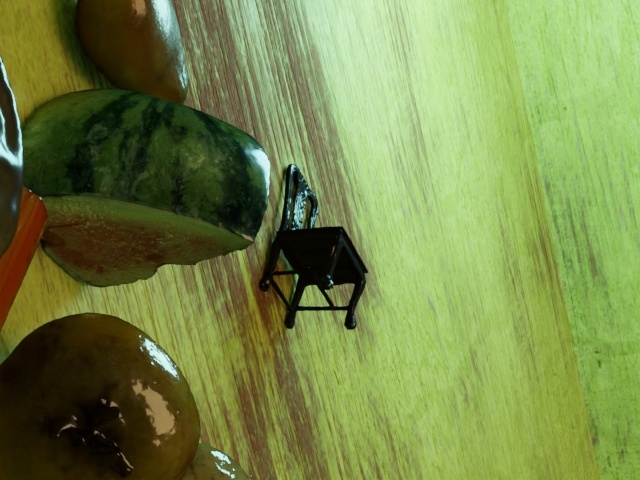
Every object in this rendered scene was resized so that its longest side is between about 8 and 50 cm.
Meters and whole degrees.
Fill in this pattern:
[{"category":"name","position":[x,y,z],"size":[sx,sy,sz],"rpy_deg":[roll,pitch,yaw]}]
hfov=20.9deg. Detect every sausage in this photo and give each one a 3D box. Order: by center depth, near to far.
[{"category":"sausage","position":[-0.332,0.078,1.536],"size":[0.312,0.093,0.093],"rpy_deg":[-74,148,-43]}]

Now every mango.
[{"category":"mango","position":[-0.204,-0.226,1.933],"size":[0.227,0.099,0.136],"rpy_deg":[61,25,-58]}]

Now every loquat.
[{"category":"loquat","position":[-0.225,0.170,1.628],"size":[0.213,0.213,0.213],"rpy_deg":[-7,90,-68]}]

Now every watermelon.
[{"category":"watermelon","position":[-0.185,-0.038,1.818],"size":[0.213,0.261,0.201],"rpy_deg":[-76,178,-48]}]

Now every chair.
[{"category":"chair","position":[0.000,0.000,2.344],"size":[0.106,0.113,0.229],"rpy_deg":[60,34,-47]}]

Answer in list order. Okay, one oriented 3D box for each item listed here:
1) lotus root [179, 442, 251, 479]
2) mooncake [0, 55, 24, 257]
[{"category":"lotus root","position":[-0.106,0.366,1.891],"size":[0.169,0.151,0.343],"rpy_deg":[51,-14,58]},{"category":"mooncake","position":[-0.366,-0.078,1.420],"size":[0.284,0.155,0.284],"rpy_deg":[-9,90,-67]}]
